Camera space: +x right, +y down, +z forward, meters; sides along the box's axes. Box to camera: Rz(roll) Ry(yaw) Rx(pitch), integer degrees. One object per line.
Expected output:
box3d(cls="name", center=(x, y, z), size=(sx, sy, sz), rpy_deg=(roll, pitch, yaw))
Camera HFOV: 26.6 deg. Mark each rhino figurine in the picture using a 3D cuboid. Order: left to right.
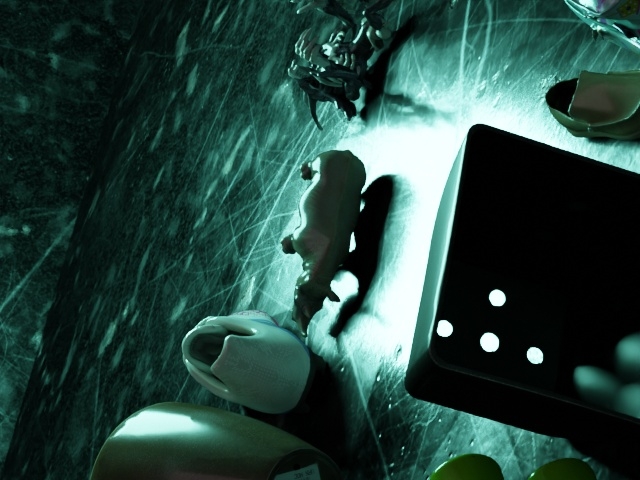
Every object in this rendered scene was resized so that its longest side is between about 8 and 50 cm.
box3d(cls="rhino figurine", center=(0.000, 0.000, 1.588), size=(0.106, 0.073, 0.243), rpy_deg=(-37, 38, 59))

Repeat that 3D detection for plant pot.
box3d(cls="plant pot", center=(-0.087, 0.266, 1.379), size=(0.230, 0.215, 0.215), rpy_deg=(-13, 56, 50))
box3d(cls="plant pot", center=(0.156, 0.054, 1.008), size=(0.167, 0.187, 0.188), rpy_deg=(123, 161, -63))

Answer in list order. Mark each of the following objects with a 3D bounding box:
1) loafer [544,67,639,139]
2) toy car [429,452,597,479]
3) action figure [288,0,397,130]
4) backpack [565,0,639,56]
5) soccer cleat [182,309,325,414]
box3d(cls="loafer", center=(0.238, -0.115, 1.139), size=(0.148, 0.050, 0.056), rpy_deg=(-11, 59, 66))
box3d(cls="toy car", center=(0.125, 0.265, 0.925), size=(0.155, 0.149, 0.188), rpy_deg=(-106, 30, -44))
box3d(cls="action figure", center=(0.025, -0.268, 1.709), size=(0.275, 0.141, 0.164), rpy_deg=(-53, 36, 30))
box3d(cls="backpack", center=(0.265, -0.228, 1.061), size=(0.188, 0.144, 0.165), rpy_deg=(-121, 50, -69))
box3d(cls="soccer cleat", center=(-0.109, 0.129, 1.625), size=(0.331, 0.143, 0.116), rpy_deg=(4, 73, 69))
